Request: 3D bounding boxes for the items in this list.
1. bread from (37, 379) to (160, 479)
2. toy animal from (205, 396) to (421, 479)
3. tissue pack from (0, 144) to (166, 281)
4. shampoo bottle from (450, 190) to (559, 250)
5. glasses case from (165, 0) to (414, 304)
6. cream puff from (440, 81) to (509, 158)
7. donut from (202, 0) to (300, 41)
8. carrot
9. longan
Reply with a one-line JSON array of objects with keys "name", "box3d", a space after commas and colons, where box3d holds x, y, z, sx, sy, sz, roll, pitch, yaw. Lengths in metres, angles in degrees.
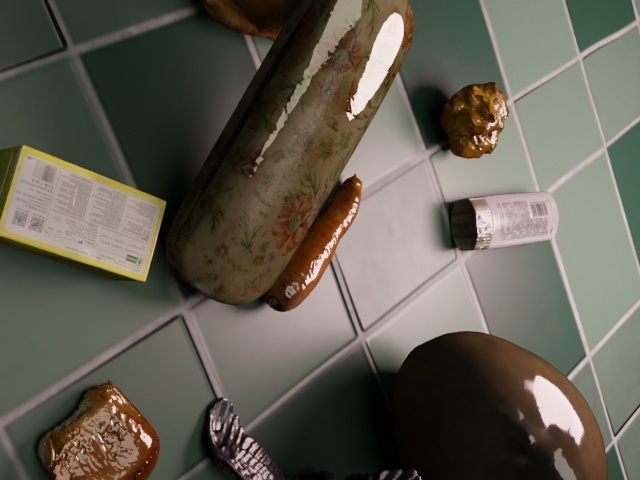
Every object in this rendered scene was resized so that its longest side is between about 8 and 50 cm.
[{"name": "bread", "box3d": [-0.234, 0.230, 0.990, 0.129, 0.044, 0.126, -42, 113, -33]}, {"name": "toy animal", "box3d": [-0.018, 0.333, 1.105, 0.160, 0.272, 0.197, 80, 24, -58]}, {"name": "tissue pack", "box3d": [-0.260, -0.024, 0.968, 0.176, 0.062, 0.095, 22, 75, -40]}, {"name": "shampoo bottle", "box3d": [0.303, -0.033, 1.490, 0.227, 0.055, 0.086, -8, 92, -43]}, {"name": "glasses case", "box3d": [-0.033, -0.121, 1.073, 0.156, 0.098, 0.426, 29, 92, -48]}, {"name": "cream puff", "box3d": [0.239, -0.182, 1.406, 0.094, 0.122, 0.116, 52, 19, 20]}, {"name": "donut", "box3d": [-0.032, -0.394, 1.146, 0.317, 0.150, 0.299, -51, 118, -32]}, {"name": "carrot", "box3d": [0.000, 0.000, 1.213, 0.059, 0.059, 0.248, 54, 52, -26]}, {"name": "longan", "box3d": [0.245, 0.282, 1.278, 0.350, 0.288, 0.288, 50, 56, -18]}]
